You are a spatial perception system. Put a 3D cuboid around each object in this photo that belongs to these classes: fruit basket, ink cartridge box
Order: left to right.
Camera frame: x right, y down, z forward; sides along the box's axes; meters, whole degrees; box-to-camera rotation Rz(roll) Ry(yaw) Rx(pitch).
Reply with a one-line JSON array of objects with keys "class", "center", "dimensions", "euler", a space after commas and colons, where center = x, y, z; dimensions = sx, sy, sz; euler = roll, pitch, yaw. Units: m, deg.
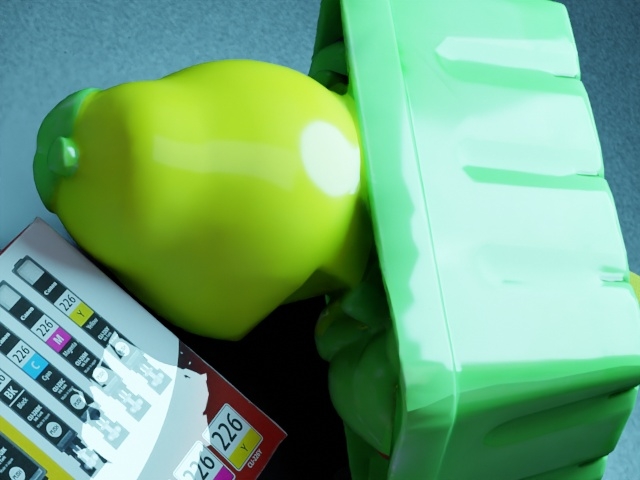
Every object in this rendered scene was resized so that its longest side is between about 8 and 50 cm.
[{"class": "ink cartridge box", "center": [-0.216, 0.144, 1.055], "dimensions": [0.272, 0.130, 0.309], "euler": [41, 45, -4]}, {"class": "fruit basket", "center": [0.000, 0.000, 1.217], "dimensions": [0.392, 0.283, 0.392], "euler": [3, 56, -4]}]

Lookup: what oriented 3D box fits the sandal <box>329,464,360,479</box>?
[{"class": "sandal", "center": [0.087, 0.200, 1.298], "dimensions": [0.179, 0.040, 0.067], "euler": [24, 49, -21]}]

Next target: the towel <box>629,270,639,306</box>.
[{"class": "towel", "center": [0.216, 0.043, 1.516], "dimensions": [0.237, 0.021, 0.102], "euler": [28, 48, -18]}]
